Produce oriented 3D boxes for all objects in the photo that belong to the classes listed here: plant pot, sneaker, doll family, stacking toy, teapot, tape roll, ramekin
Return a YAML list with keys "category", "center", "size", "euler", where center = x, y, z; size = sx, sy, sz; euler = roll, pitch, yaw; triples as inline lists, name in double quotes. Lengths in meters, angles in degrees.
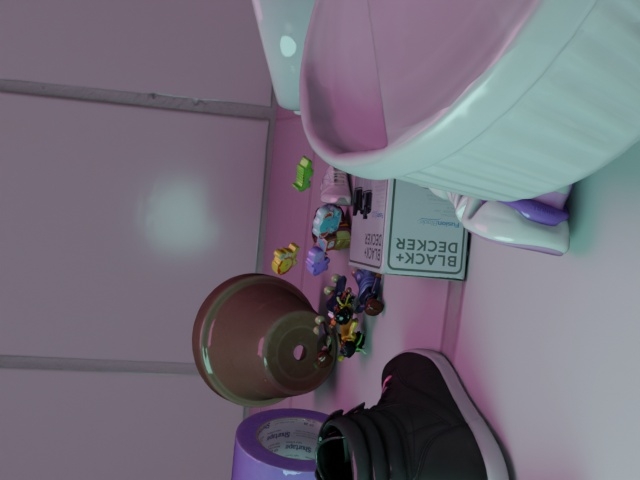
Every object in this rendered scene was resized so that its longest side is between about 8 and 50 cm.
- category: "plant pot"
  center: [-0.084, 0.194, 1.335]
  size: [0.229, 0.263, 0.263]
  euler: [-3, 82, 62]
- category: "sneaker"
  center: [0.135, -0.074, 0.568]
  size: [0.236, 0.095, 0.105]
  euler: [-123, 45, -66]
- category: "doll family"
  center: [0.040, 0.114, 1.047]
  size: [0.111, 0.076, 0.193]
  euler: [-94, 15, -61]
- category: "stacking toy"
  center: [0.000, 0.000, 1.133]
  size: [0.167, 0.052, 0.221]
  euler: [37, 130, 34]
- category: "sneaker"
  center: [0.026, -0.103, 1.269]
  size: [0.152, 0.053, 0.061]
  euler: [-109, 28, -67]
- category: "teapot"
  center: [0.011, -0.292, 0.910]
  size: [0.256, 0.187, 0.253]
  euler: [80, 177, -72]
- category: "sneaker"
  center: [0.061, 0.177, 0.691]
  size: [0.296, 0.146, 0.105]
  euler: [-123, 36, -75]
- category: "sneaker"
  center: [0.016, -0.026, 1.246]
  size: [0.185, 0.069, 0.084]
  euler: [161, 108, -78]
- category: "tape roll"
  center: [-0.034, 0.325, 1.041]
  size: [0.189, 0.188, 0.080]
  euler: [-124, 40, -74]
- category: "ramekin"
  center: [0.108, -0.148, 0.423]
  size: [0.273, 0.127, 0.273]
  euler: [-40, 40, 44]

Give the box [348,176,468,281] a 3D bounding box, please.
- category: "box"
  center: [0.098, -0.107, 0.766]
  size: [0.169, 0.087, 0.290]
  euler: [-166, 80, -80]
